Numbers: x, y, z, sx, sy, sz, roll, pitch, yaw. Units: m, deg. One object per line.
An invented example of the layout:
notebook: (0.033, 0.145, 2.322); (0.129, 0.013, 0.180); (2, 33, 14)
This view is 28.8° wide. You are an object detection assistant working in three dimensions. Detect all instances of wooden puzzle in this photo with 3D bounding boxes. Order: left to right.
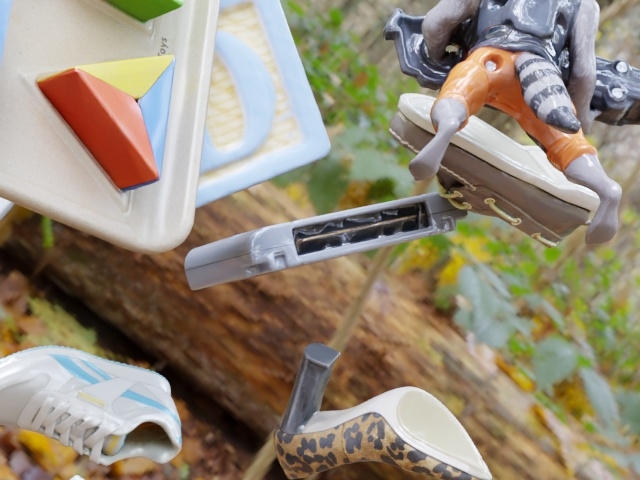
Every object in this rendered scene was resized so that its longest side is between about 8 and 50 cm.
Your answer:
wooden puzzle: (-0.209, -0.189, 0.924); (0.080, 0.322, 0.348); (-15, -28, 43)

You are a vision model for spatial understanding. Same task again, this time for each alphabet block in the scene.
alphabet block: (-0.135, -0.125, 1.173); (0.197, 0.193, 0.192); (-5, -76, 67)

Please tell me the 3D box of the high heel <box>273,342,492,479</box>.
high heel: (0.065, 0.252, 1.425); (0.261, 0.186, 0.093); (31, 34, 23)

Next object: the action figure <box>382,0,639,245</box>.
action figure: (0.235, -0.161, 1.185); (0.341, 0.178, 0.330); (11, 51, -6)

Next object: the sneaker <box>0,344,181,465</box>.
sneaker: (-0.240, 0.171, 1.259); (0.229, 0.087, 0.092); (12, 33, -36)

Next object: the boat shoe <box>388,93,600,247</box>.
boat shoe: (0.193, -0.072, 1.419); (0.324, 0.096, 0.116); (19, 28, -39)

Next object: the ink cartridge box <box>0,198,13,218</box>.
ink cartridge box: (-0.579, 0.014, 1.772); (0.130, 0.309, 0.272); (41, -21, -9)

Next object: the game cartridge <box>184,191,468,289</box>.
game cartridge: (0.000, 0.000, 1.463); (0.198, 0.297, 0.062); (-7, -86, 58)

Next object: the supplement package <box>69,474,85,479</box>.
supplement package: (-0.304, 0.433, 1.488); (0.149, 0.203, 0.194); (23, -47, 37)
